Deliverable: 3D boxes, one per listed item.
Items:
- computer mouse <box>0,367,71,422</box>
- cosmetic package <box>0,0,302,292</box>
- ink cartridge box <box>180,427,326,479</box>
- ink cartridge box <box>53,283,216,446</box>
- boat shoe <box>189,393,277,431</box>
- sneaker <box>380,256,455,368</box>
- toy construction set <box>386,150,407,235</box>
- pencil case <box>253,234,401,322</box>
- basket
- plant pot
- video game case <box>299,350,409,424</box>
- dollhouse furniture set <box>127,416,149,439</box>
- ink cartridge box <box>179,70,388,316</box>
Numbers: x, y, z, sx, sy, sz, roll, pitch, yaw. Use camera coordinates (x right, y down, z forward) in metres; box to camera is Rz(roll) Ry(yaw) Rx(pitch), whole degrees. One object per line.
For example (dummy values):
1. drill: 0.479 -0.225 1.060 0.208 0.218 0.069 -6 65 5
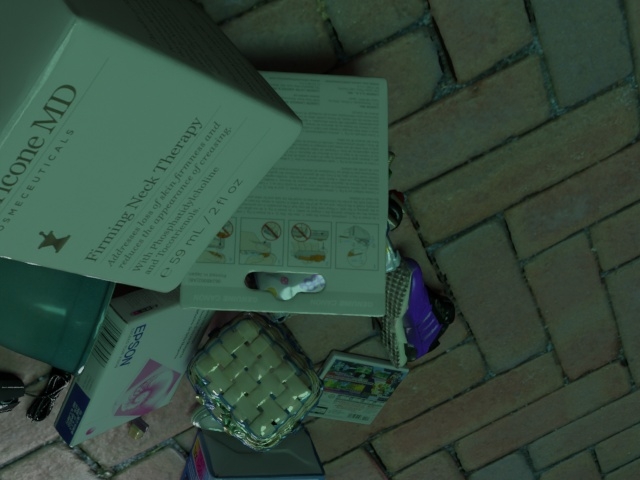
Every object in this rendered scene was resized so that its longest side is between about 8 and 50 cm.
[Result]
1. computer mouse: -0.594 0.268 1.777 0.262 0.060 0.184 23 118 -35
2. cosmetic package: -0.312 -0.178 1.258 0.329 0.327 0.393 -50 144 17
3. ink cartridge box: -0.185 0.609 2.162 0.270 0.151 0.395 5 128 -24
4. ink cartridge box: -0.289 0.195 1.708 0.330 0.071 0.324 -18 146 -48
5. boat shoe: -0.159 0.377 2.019 0.227 0.081 0.079 -2 129 -20
6. sneaker: 0.205 0.131 1.950 0.146 0.102 0.293 -15 137 -14
7. toy construction set: 0.000 0.000 1.635 0.257 0.309 0.237 12 129 -20
8. pencil case: 0.009 0.051 1.783 0.273 0.124 0.113 -25 132 -1
9. basket: -0.124 0.253 1.751 0.201 0.255 0.289 -43 172 -4
10. plant pot: -0.471 0.054 1.524 0.255 0.272 0.272 18 121 -17
11. video game case: 0.069 0.327 2.106 0.201 0.023 0.183 15 122 -29
12. dollhouse furniture set: -0.372 0.348 1.964 0.081 0.091 0.114 -46 172 -36
13. ink cartridge box: -0.053 -0.071 1.460 0.308 0.385 0.091 3 165 -5
